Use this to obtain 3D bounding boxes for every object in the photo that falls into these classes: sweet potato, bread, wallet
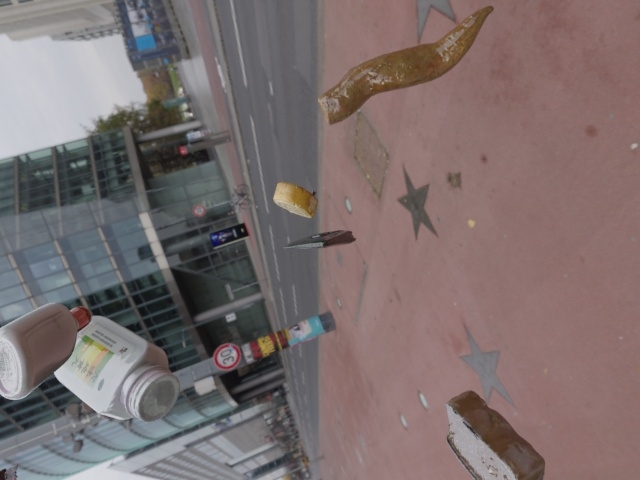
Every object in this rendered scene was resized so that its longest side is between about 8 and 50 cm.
[{"bbox_3d":[0.128,-0.261,0.640,0.059,0.281,0.067,-113,-2,-68],"label":"sweet potato"},{"bbox_3d":[-0.075,-0.126,1.270,0.149,0.122,0.073,36,-109,-69],"label":"bread"},{"bbox_3d":[0.000,0.000,1.397,0.245,0.169,0.052,-13,-81,-63],"label":"wallet"}]

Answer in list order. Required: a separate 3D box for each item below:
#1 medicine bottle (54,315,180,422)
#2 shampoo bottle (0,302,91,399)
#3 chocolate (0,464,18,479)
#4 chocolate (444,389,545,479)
[{"bbox_3d":[-0.480,0.308,1.001,0.324,0.179,0.124,17,154,31],"label":"medicine bottle"},{"bbox_3d":[-0.432,0.155,0.671,0.221,0.051,0.108,-127,32,-80],"label":"shampoo bottle"},{"bbox_3d":[-0.730,0.537,0.873,0.086,0.183,0.028,43,150,54],"label":"chocolate"},{"bbox_3d":[0.336,0.407,0.813,0.214,0.093,0.148,43,150,56],"label":"chocolate"}]
